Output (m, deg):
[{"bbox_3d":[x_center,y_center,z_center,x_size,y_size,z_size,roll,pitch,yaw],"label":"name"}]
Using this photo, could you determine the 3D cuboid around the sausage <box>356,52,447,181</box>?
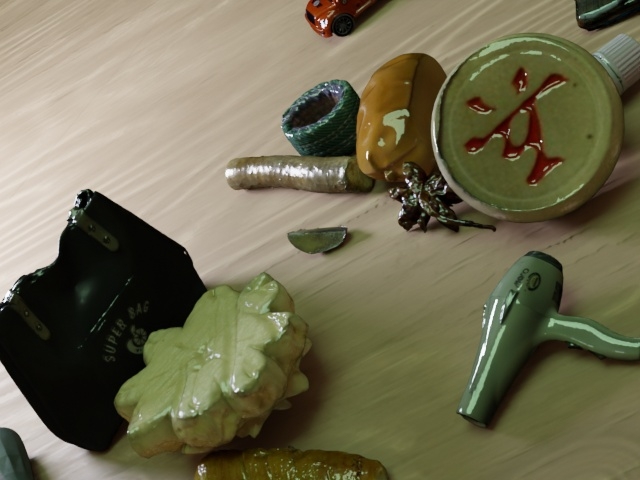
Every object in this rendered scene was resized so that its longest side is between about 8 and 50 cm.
[{"bbox_3d":[0.124,-0.184,1.725,0.136,0.120,0.241,-31,35,34],"label":"sausage"}]

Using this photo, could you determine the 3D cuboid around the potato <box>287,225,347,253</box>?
[{"bbox_3d":[0.000,0.000,1.715,0.093,0.036,0.037,-5,9,13],"label":"potato"}]

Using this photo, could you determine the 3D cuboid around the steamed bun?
[{"bbox_3d":[-0.138,0.191,1.539,0.292,0.137,0.295,1,48,46],"label":"steamed bun"}]

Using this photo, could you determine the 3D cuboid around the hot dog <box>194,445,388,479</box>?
[{"bbox_3d":[-0.046,0.300,1.417,0.286,0.061,0.088,-11,57,34],"label":"hot dog"}]

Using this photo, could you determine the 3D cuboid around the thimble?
[{"bbox_3d":[0.011,-0.191,1.850,0.135,0.090,0.118,-32,37,9],"label":"thimble"}]

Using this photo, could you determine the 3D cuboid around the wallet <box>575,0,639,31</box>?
[{"bbox_3d":[0.474,-0.459,1.781,0.169,0.044,0.317,-21,38,28],"label":"wallet"}]

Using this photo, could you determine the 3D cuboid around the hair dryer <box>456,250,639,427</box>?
[{"bbox_3d":[0.258,0.145,1.329,0.219,0.088,0.225,-47,52,0],"label":"hair dryer"}]

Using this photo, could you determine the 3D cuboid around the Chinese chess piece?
[{"bbox_3d":[0.270,-0.146,1.487,0.249,0.103,0.250,-1,86,19],"label":"Chinese chess piece"}]

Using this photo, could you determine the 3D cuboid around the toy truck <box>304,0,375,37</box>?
[{"bbox_3d":[0.072,-0.490,2.091,0.252,0.114,0.107,-38,38,0],"label":"toy truck"}]

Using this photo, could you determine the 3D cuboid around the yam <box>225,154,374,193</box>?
[{"bbox_3d":[-0.043,-0.108,1.835,0.299,0.066,0.066,4,54,44],"label":"yam"}]

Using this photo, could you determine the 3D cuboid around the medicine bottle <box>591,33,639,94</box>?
[{"bbox_3d":[0.360,-0.201,1.574,0.203,0.083,0.083,-38,37,2],"label":"medicine bottle"}]

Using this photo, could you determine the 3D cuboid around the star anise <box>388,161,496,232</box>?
[{"bbox_3d":[0.171,-0.048,1.583,0.190,0.070,0.097,20,89,33],"label":"star anise"}]

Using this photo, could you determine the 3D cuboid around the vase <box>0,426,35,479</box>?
[{"bbox_3d":[-0.451,0.368,1.671,0.086,0.086,0.214,-43,42,-5],"label":"vase"}]

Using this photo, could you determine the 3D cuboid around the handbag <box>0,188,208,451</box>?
[{"bbox_3d":[-0.331,0.103,1.669,0.152,0.288,0.342,12,60,41],"label":"handbag"}]
